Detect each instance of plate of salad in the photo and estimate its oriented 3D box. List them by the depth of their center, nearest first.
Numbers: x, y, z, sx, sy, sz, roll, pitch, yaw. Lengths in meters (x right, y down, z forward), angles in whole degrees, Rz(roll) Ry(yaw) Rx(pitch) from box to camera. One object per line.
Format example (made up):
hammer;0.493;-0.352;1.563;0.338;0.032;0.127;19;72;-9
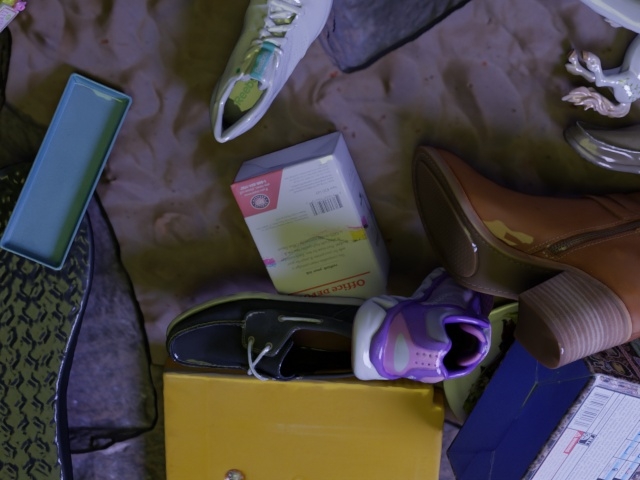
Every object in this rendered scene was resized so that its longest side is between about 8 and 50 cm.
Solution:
plate of salad;0.237;0.158;1.183;0.199;0.048;0.200;2;116;4

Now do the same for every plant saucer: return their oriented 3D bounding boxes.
plant saucer;-0.258;-0.070;1.082;0.067;0.018;0.192;23;86;-7

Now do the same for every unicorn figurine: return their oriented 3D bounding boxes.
unicorn figurine;0.310;-0.183;1.012;0.111;0.060;0.162;28;131;-10

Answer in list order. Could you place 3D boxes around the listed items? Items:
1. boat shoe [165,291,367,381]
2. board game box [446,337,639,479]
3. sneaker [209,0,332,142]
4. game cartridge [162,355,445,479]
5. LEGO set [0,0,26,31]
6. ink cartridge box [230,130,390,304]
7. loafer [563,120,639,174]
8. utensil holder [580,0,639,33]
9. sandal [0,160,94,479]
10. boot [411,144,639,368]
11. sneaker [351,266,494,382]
boat shoe;-0.051;0.104;1.092;0.233;0.079;0.084;-2;122;9
board game box;0.322;0.216;1.117;0.291;0.141;0.232;17;117;-20
sneaker;-0.048;-0.184;1.013;0.080;0.094;0.212;24;115;-6
game cartridge;-0.022;0.271;1.262;0.323;0.053;0.285;3;116;0
LEGO set;-0.396;-0.230;1.036;0.287;0.107;0.132;-21;78;19
ink cartridge box;0.000;0.000;1.112;0.115;0.067;0.198;-15;113;16
loafer;0.311;-0.094;1.053;0.148;0.056;0.050;15;116;-14
utensil holder;0.264;-0.345;0.749;0.327;0.385;0.328;2;117;4
sandal;-0.335;0.131;1.153;0.167;0.107;0.446;5;98;-5
boot;0.240;-0.020;1.049;0.220;0.283;0.109;-23;140;-21
sneaker;0.128;0.089;1.056;0.104;0.236;0.095;8;105;31
